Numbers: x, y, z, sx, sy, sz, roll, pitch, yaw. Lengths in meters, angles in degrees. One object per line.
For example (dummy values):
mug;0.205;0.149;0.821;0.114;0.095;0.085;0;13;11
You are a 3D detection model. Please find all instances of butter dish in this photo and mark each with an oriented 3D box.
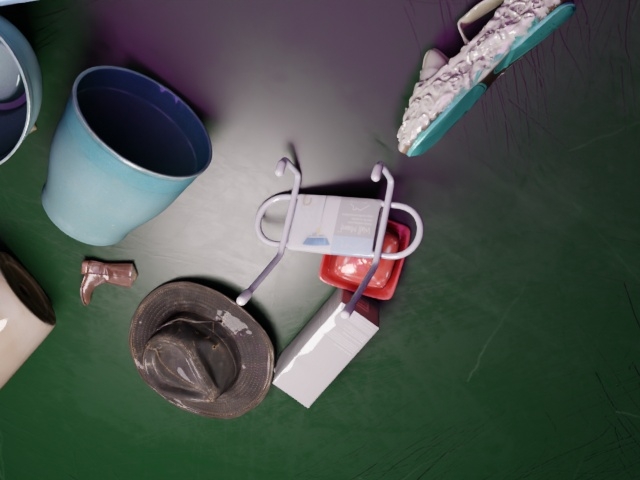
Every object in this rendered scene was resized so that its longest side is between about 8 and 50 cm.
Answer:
butter dish;0.090;0.029;1.566;0.160;0.118;0.160;17;92;-2

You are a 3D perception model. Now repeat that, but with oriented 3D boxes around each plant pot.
plant pot;-0.613;-0.285;1.402;0.293;0.196;0.293;2;115;4
plant pot;-0.703;0.174;1.601;0.280;0.323;0.323;-36;105;-3
plant pot;-0.381;-0.136;1.484;0.271;0.272;0.255;37;123;-10

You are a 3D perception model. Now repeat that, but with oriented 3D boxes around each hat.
hat;-0.265;0.253;1.654;0.331;0.134;0.331;3;107;10

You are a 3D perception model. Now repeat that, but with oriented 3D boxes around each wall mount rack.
wall mount rack;0.000;0.000;1.476;0.350;0.130;0.304;5;72;24

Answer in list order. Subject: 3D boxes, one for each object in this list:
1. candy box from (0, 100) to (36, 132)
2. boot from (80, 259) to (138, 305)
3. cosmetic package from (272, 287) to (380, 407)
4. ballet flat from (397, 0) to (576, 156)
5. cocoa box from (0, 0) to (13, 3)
candy box;-0.635;-0.286;1.539;0.109;0.053;0.187;-11;110;7
boot;-0.442;0.092;1.676;0.114;0.037;0.106;5;112;-4
cosmetic package;0.011;0.212;1.645;0.107;0.127;0.238;34;110;-8
ballet flat;0.274;-0.329;1.453;0.409;0.147;0.147;-43;102;13
cocoa box;-0.417;-0.526;1.312;0.347;0.231;0.228;-14;109;-7
